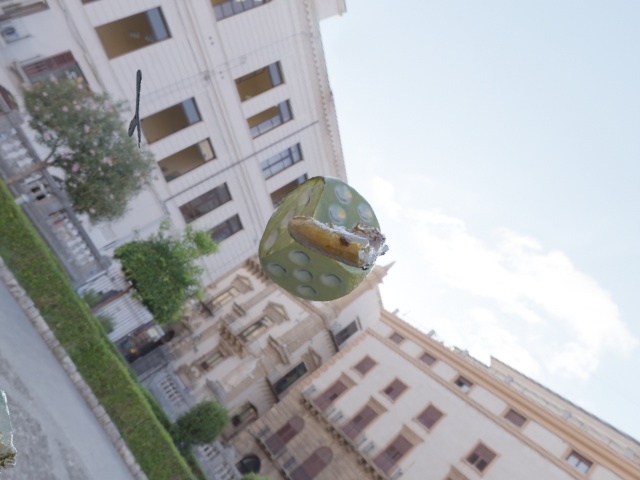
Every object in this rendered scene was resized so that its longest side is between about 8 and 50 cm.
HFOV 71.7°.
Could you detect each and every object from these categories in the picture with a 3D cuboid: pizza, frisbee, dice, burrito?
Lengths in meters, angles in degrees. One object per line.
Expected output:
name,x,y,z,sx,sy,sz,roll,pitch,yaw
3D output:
pizza,0.046,-0.001,0.715,0.182,0.161,0.063,26,-76,62
frisbee,-0.473,-0.314,1.140,0.211,0.012,0.187,-59,-138,40
dice,0.000,0.000,1.123,0.226,0.238,0.233,37,-38,-23
burrito,-0.649,0.371,0.886,0.045,0.058,0.188,147,-72,-73
